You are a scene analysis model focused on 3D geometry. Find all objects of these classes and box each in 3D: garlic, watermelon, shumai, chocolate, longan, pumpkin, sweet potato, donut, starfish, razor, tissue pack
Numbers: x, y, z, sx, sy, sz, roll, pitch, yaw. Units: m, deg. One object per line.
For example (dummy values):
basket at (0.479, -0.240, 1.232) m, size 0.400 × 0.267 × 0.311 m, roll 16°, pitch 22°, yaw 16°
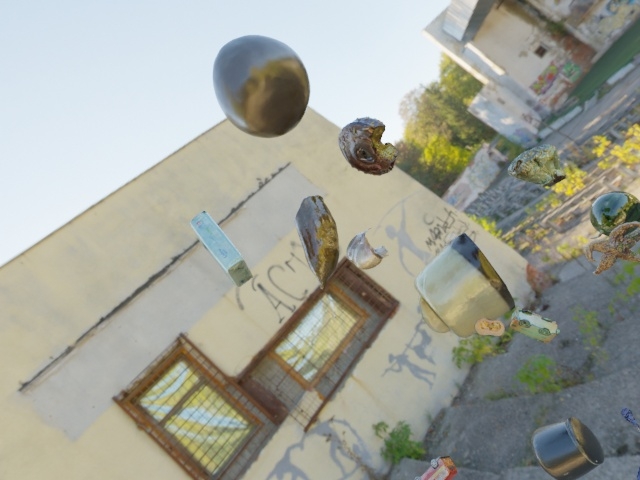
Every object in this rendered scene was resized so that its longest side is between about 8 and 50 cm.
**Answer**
garlic at (0.145, 0.034, 1.303) m, size 0.124 × 0.099 × 0.174 m, roll -33°, pitch 19°, yaw 5°
watermelon at (1.230, -0.101, 1.678) m, size 0.214 × 0.188 × 0.188 m, roll -49°, pitch -6°, yaw -2°
shumai at (0.810, -0.250, 1.498) m, size 0.184 × 0.142 × 0.184 m, roll -10°, pitch -28°, yaw -5°
chocolate at (0.479, 0.177, 1.432) m, size 0.297 × 0.326 × 0.314 m, roll -31°, pitch -7°, yaw 6°
longan at (-0.149, -0.396, 1.036) m, size 0.258 × 0.258 × 0.258 m, roll -49°, pitch -6°, yaw -7°
pumpkin at (0.491, 0.253, 1.156) m, size 0.028 × 0.083 × 0.050 m, roll 23°, pitch -106°, yaw -48°
sweet potato at (0.000, 0.000, 1.540) m, size 0.158 × 0.369 × 0.158 m, roll -14°, pitch -24°, yaw -6°
donut at (0.175, -0.342, 1.450) m, size 0.096 × 0.230 × 0.216 m, roll -54°, pitch 19°, yaw -24°
starfish at (0.929, 0.026, 1.259) m, size 0.053 × 0.150 × 0.209 m, roll -37°, pitch -31°, yaw -55°
razor at (0.882, 0.642, 1.111) m, size 0.056 × 0.093 × 0.324 m, roll -7°, pitch 63°, yaw 42°
tissue pack at (-0.365, 0.035, 1.474) m, size 0.089 × 0.263 × 0.177 m, roll -35°, pitch -24°, yaw -14°

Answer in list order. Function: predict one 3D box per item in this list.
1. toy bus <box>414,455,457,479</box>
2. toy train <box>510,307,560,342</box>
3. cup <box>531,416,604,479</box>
toy bus at (0.415, 0.861, 1.450) m, size 0.079 × 0.077 × 0.174 m, roll 19°, pitch -68°, yaw -40°
toy train at (0.888, 0.356, 1.668) m, size 0.072 × 0.188 × 0.099 m, roll -56°, pitch -18°, yaw -41°
cup at (0.832, 0.684, 1.349) m, size 0.223 × 0.169 × 0.176 m, roll -20°, pitch -29°, yaw -52°
